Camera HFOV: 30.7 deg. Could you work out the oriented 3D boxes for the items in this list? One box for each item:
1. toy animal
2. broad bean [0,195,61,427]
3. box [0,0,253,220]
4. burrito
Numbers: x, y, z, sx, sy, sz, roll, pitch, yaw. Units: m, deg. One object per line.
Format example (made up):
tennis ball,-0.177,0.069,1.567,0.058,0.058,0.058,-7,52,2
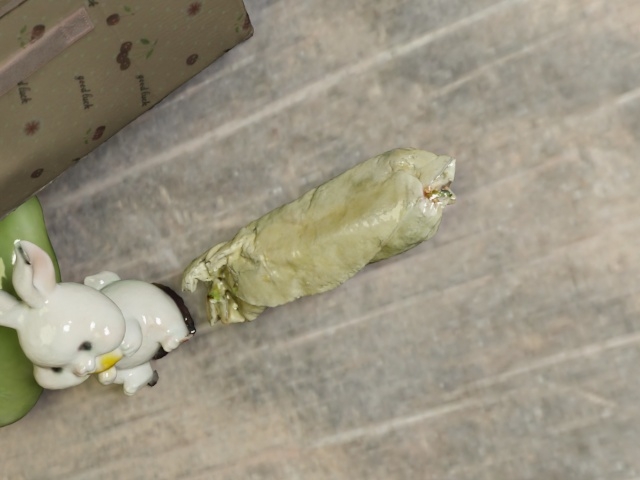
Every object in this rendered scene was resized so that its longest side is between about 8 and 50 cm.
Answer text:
toy animal,-0.140,0.050,0.698,0.071,0.124,0.085,-30,73,32
broad bean,-0.245,0.014,0.779,0.169,0.100,0.228,-23,79,35
box,-0.227,-0.145,0.649,0.297,0.190,0.225,-37,67,-9
burrito,-0.001,0.000,0.661,0.188,0.045,0.058,-26,83,26
